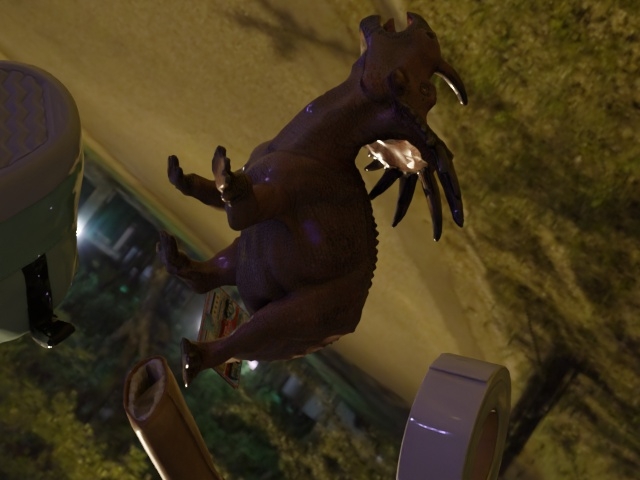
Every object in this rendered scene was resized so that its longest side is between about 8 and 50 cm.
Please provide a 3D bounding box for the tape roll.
[{"bbox_3d":[0.216,0.324,1.272,0.100,0.286,0.286,11,159,26],"label":"tape roll"}]

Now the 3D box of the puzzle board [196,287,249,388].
[{"bbox_3d":[-0.134,0.129,1.125,0.011,0.128,0.096,-19,132,23],"label":"puzzle board"}]

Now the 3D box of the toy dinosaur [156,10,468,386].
[{"bbox_3d":[0.000,0.000,0.562,0.200,0.296,0.127,-1,-146,-24],"label":"toy dinosaur"}]

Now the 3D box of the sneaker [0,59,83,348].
[{"bbox_3d":[-0.210,0.037,0.333,0.094,0.255,0.151,51,154,20],"label":"sneaker"}]

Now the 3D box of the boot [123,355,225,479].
[{"bbox_3d":[-0.194,0.331,1.105,0.236,0.089,0.270,-117,8,-58],"label":"boot"}]
